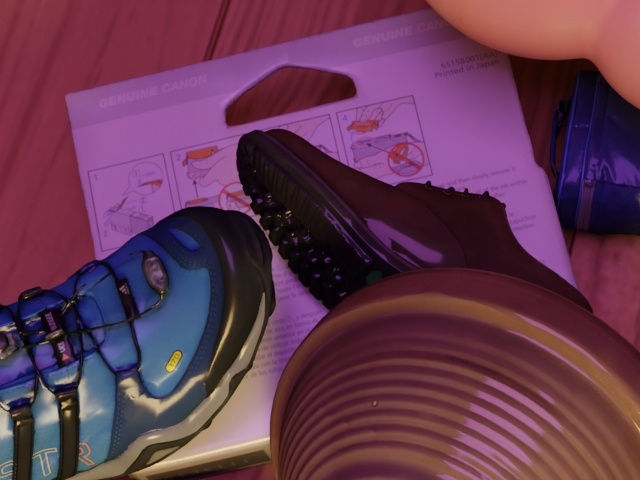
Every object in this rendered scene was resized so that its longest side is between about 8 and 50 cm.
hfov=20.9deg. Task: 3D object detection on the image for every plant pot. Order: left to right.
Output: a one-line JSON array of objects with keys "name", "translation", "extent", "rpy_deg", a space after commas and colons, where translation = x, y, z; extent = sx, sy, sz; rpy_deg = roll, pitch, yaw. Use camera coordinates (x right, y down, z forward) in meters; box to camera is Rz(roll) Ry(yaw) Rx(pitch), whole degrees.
[{"name": "plant pot", "translation": [0.066, 0.142, 0.868], "extent": [0.237, 0.237, 0.110], "rpy_deg": [27, 37, 14]}]

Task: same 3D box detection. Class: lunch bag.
[{"name": "lunch bag", "translation": [0.168, -0.055, 1.023], "extent": [0.065, 0.067, 0.098], "rpy_deg": [8, 69, 7]}]

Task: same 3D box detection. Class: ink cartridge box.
[{"name": "ink cartridge box", "translation": [0.000, 0.000, 1.025], "extent": [0.275, 0.060, 0.239], "rpy_deg": [-13, 69, 2]}]

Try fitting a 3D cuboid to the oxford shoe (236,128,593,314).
[{"name": "oxford shoe", "translation": [0.050, 0.003, 0.957], "extent": [0.227, 0.083, 0.096], "rpy_deg": [37, 59, 17]}]

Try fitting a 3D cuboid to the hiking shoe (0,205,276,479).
[{"name": "hiking shoe", "translation": [-0.158, 0.082, 0.924], "extent": [0.304, 0.132, 0.113], "rpy_deg": [-37, 63, 16]}]

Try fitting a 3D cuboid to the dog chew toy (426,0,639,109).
[{"name": "dog chew toy", "translation": [0.203, -0.158, 0.938], "extent": [0.332, 0.206, 0.206], "rpy_deg": [32, 77, 10]}]
